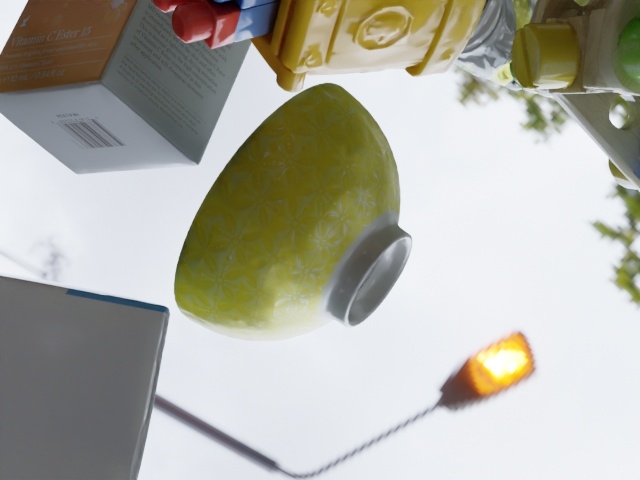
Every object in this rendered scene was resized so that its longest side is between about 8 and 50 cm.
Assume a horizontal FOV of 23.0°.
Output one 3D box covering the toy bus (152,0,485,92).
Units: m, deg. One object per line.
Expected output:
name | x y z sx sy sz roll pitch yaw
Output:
toy bus | -0.022 -0.208 1.060 0.220 0.211 0.149 59 -29 29

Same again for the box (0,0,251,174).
box | -0.199 -0.266 1.797 0.215 0.168 0.345 -2 -122 42

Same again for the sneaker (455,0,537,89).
sneaker | 0.150 -0.287 1.694 0.145 0.147 0.385 -34 -147 23

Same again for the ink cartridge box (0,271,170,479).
ink cartridge box | -0.298 0.134 1.545 0.270 0.198 0.197 4 -98 66

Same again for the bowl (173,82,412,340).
bowl | 0.000 0.000 1.618 0.156 0.289 0.289 34 -92 19

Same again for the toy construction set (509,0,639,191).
toy construction set | 0.073 -0.155 0.658 0.151 0.327 0.215 17 -91 56
